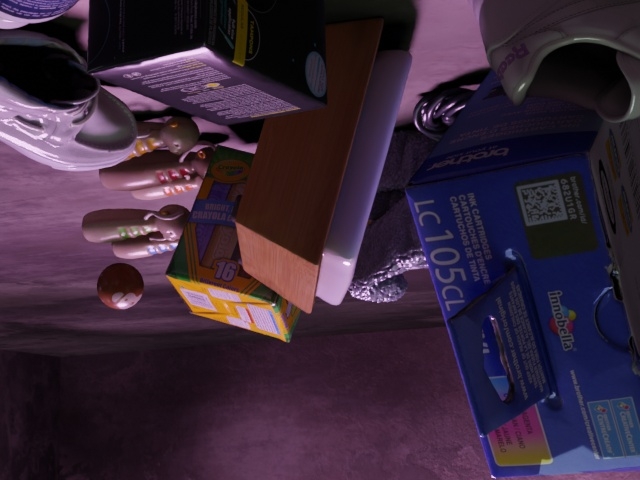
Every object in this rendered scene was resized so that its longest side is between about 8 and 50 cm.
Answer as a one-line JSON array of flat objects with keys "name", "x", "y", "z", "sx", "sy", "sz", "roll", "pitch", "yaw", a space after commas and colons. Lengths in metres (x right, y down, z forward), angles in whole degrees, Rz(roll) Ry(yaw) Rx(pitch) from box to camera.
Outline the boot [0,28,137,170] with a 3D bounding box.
[{"name": "boot", "x": -0.238, "y": -0.124, "z": 1.142, "sx": 0.123, "sy": 0.095, "sz": 0.258, "roll": -2, "pitch": 171, "yaw": 39}]

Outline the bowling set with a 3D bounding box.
[{"name": "bowling set", "x": -0.180, "y": -0.022, "z": 1.456, "sx": 0.154, "sy": 0.200, "sz": 0.287, "roll": -5, "pitch": 173, "yaw": 11}]

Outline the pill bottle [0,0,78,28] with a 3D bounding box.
[{"name": "pill bottle", "x": -0.181, "y": -0.194, "z": 0.797, "sx": 0.094, "sy": 0.094, "sz": 0.169, "roll": 5, "pitch": 167, "yaw": -29}]

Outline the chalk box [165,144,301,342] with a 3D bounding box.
[{"name": "chalk box", "x": -0.066, "y": -0.016, "z": 1.414, "sx": 0.132, "sy": 0.213, "sz": 0.132, "roll": 16, "pitch": 160, "yaw": 14}]

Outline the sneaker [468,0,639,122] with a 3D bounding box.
[{"name": "sneaker", "x": 0.265, "y": -0.145, "z": 0.940, "sx": 0.305, "sy": 0.152, "sz": 0.114, "roll": -1, "pitch": 146, "yaw": -5}]

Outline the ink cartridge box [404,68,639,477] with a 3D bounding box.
[{"name": "ink cartridge box", "x": 0.204, "y": 0.012, "z": 1.038, "sx": 0.151, "sy": 0.270, "sz": 0.395, "roll": -10, "pitch": -160, "yaw": 24}]

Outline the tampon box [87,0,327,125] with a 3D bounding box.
[{"name": "tampon box", "x": -0.076, "y": -0.164, "z": 0.901, "sx": 0.101, "sy": 0.120, "sz": 0.161, "roll": -7, "pitch": 168, "yaw": 30}]

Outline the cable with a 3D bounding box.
[{"name": "cable", "x": 0.186, "y": -0.136, "z": 1.305, "sx": 0.150, "sy": 0.047, "sz": 0.184, "roll": 10, "pitch": 169, "yaw": -29}]

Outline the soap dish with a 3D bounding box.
[{"name": "soap dish", "x": -0.003, "y": -0.065, "z": 1.199, "sx": 0.118, "sy": 0.229, "sz": 0.291, "roll": 15, "pitch": 169, "yaw": 1}]

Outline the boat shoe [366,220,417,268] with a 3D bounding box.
[{"name": "boat shoe", "x": 0.002, "y": 0.008, "z": 1.775, "sx": 0.367, "sy": 0.136, "sz": 0.156, "roll": -8, "pitch": 168, "yaw": 15}]

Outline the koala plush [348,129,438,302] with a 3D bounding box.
[{"name": "koala plush", "x": 0.159, "y": -0.029, "z": 1.483, "sx": 0.221, "sy": 0.196, "sz": 0.203, "roll": 13, "pitch": 152, "yaw": -41}]
